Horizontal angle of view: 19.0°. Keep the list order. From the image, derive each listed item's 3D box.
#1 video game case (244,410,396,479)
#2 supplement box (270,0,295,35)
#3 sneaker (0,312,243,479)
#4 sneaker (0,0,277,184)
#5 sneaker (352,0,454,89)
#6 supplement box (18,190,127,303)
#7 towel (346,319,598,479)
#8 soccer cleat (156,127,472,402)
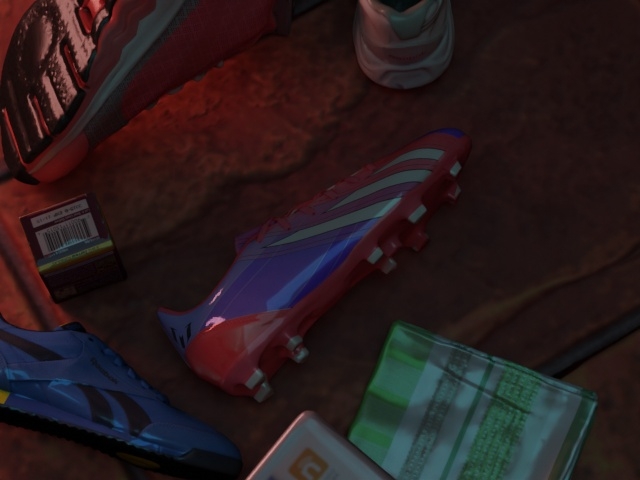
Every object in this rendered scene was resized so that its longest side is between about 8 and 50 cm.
[{"bbox_3d":[-0.001,0.318,1.122,0.300,0.036,0.329,39,88,16],"label":"video game case"},{"bbox_3d":[-0.066,-0.277,1.380,0.130,0.073,0.239,8,72,2],"label":"supplement box"},{"bbox_3d":[-0.144,0.098,1.268,0.209,0.069,0.082,19,70,5],"label":"sneaker"},{"bbox_3d":[-0.100,-0.138,1.271,0.136,0.314,0.116,17,39,-36],"label":"sneaker"},{"bbox_3d":[0.056,-0.231,1.344,0.090,0.115,0.232,-9,73,-3],"label":"sneaker"},{"bbox_3d":[-0.165,0.005,1.287,0.055,0.083,0.043,-21,74,-7],"label":"supplement box"},{"bbox_3d":[0.100,0.127,1.284,0.152,0.023,0.113,21,73,6],"label":"towel"},{"bbox_3d":[0.000,0.000,1.296,0.095,0.083,0.248,41,80,16],"label":"soccer cleat"}]
